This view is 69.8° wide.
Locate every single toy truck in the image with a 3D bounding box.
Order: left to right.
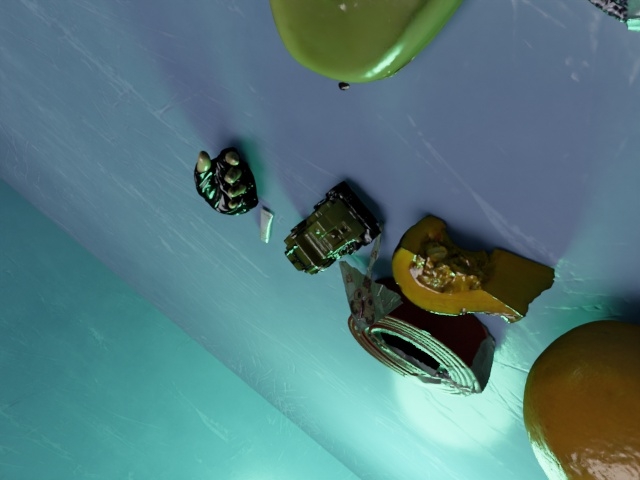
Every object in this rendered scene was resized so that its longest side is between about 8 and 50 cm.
[{"bbox_3d":[0.002,-0.002,0.938,0.127,0.127,0.257,50,150,-1],"label":"toy truck"}]

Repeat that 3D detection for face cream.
[{"bbox_3d":[-0.136,-0.037,1.134,0.038,0.020,0.115,31,143,13],"label":"face cream"}]

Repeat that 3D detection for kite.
[{"bbox_3d":[0.096,0.076,0.940,0.229,0.012,0.250,34,117,53],"label":"kite"}]

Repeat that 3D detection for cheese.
[{"bbox_3d":[0.043,-0.321,0.538,0.259,0.128,0.316,33,148,4],"label":"cheese"}]

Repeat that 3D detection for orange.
[{"bbox_3d":[0.466,0.276,0.689,0.311,0.312,0.312,25,144,20],"label":"orange"}]

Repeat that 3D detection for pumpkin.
[{"bbox_3d":[0.251,0.067,0.798,0.247,0.131,0.126,30,137,22],"label":"pumpkin"}]

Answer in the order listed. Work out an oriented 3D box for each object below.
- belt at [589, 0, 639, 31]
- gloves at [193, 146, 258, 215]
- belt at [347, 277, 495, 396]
[{"bbox_3d":[0.342,-0.278,0.311,0.324,0.122,0.260,-1,125,43],"label":"belt"},{"bbox_3d":[-0.196,-0.129,0.991,0.164,0.124,0.203,28,149,-18],"label":"gloves"},{"bbox_3d":[0.223,0.214,1.004,0.323,0.115,0.227,27,145,17],"label":"belt"}]
